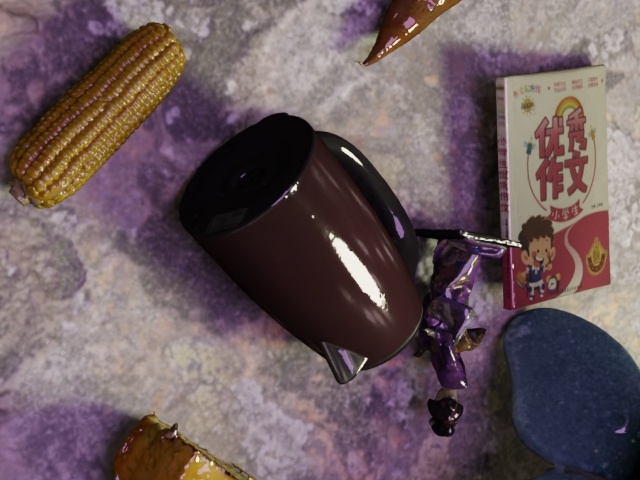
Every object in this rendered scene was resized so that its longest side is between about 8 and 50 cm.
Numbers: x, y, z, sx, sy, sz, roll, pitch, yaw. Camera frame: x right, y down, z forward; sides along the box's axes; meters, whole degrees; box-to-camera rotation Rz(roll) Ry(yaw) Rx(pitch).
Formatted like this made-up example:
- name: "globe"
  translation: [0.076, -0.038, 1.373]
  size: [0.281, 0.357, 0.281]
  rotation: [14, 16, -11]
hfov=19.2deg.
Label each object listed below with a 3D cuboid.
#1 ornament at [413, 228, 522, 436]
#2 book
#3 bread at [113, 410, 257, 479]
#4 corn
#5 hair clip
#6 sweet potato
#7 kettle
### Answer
- name: "ornament"
  translation: [0.122, 0.087, 1.835]
  size: [0.088, 0.081, 0.203]
  rotation: [8, 94, -30]
- name: "book"
  translation: [0.235, -0.056, 1.896]
  size: [0.162, 0.022, 0.232]
  rotation: [-11, 103, -45]
- name: "bread"
  translation: [-0.093, 0.264, 1.687]
  size: [0.229, 0.143, 0.139]
  rotation: [38, 76, -27]
- name: "corn"
  translation: [-0.193, -0.106, 1.626]
  size: [0.207, 0.068, 0.068]
  rotation: [-49, 117, -20]
- name: "hair clip"
  translation: [0.347, 0.278, 1.844]
  size: [0.318, 0.392, 0.238]
  rotation: [-65, 149, -31]
- name: "sweet potato"
  translation: [0.099, -0.229, 1.796]
  size: [0.195, 0.056, 0.056]
  rotation: [-44, 116, -15]
- name: "kettle"
  translation: [0.000, 0.000, 1.732]
  size: [0.232, 0.144, 0.202]
  rotation: [51, 40, -32]
